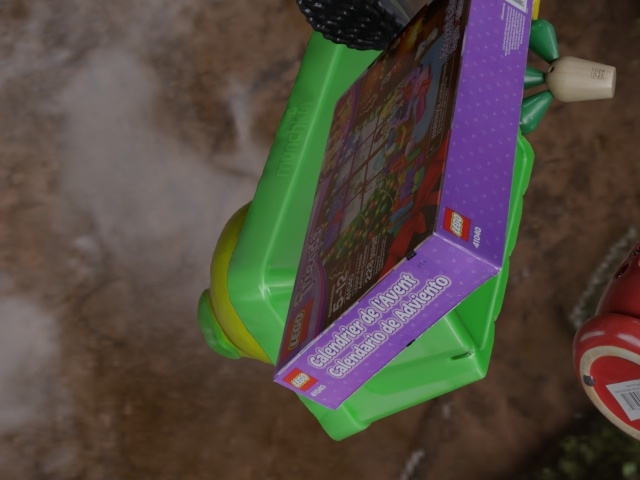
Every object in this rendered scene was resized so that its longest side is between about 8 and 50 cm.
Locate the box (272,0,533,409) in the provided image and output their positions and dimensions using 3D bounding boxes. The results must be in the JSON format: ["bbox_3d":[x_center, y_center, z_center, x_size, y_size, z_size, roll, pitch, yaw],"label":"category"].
[{"bbox_3d":[0.062,-0.047,1.202,0.057,0.201,0.293,28,45,-17],"label":"box"}]

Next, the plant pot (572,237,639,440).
[{"bbox_3d":[0.355,0.096,1.664,0.174,0.191,0.191,-42,109,-29],"label":"plant pot"}]

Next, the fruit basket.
[{"bbox_3d":[0.000,0.000,1.641,0.392,0.392,0.283,-57,134,-26],"label":"fruit basket"}]

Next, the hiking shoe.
[{"bbox_3d":[0.009,-0.256,1.447,0.227,0.086,0.114,38,53,-35],"label":"hiking shoe"}]

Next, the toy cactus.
[{"bbox_3d":[0.228,-0.186,1.825,0.112,0.181,0.219,71,29,-54],"label":"toy cactus"}]
